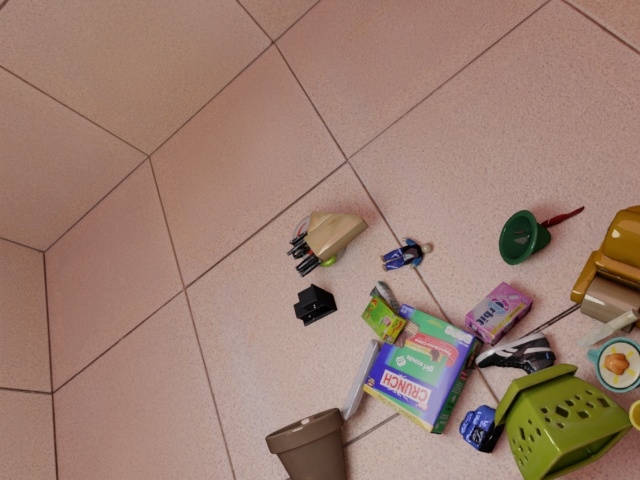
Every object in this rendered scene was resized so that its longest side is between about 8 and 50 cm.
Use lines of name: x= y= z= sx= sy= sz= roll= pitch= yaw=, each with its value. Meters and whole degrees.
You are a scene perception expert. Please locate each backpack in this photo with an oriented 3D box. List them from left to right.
backpack: x=0.467 y=0.535 z=1.388 sx=0.101 sy=0.098 sz=0.120 roll=30 pitch=89 yaw=42

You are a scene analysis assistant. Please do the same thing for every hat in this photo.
hat: x=0.702 y=-0.001 z=1.517 sx=0.208 sy=0.183 sz=0.173 roll=122 pitch=154 yaw=-55

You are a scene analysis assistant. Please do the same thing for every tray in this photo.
tray: x=0.141 y=0.468 z=1.624 sx=0.030 sy=0.145 sz=0.270 roll=23 pitch=82 yaw=3

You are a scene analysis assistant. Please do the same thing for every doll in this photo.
doll: x=0.310 y=0.049 z=1.736 sx=0.189 sy=0.046 sz=0.129 roll=-20 pitch=61 yaw=25

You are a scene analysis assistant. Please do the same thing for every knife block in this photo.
knife block: x=0.020 y=0.022 z=1.749 sx=0.275 sy=0.088 sz=0.242 roll=5 pitch=77 yaw=23

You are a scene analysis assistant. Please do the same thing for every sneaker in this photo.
sneaker: x=0.230 y=0.227 z=1.711 sx=0.076 sy=0.065 sz=0.166 roll=-48 pitch=47 yaw=27
sneaker: x=0.573 y=0.362 z=1.405 sx=0.216 sy=0.079 sz=0.121 roll=-28 pitch=56 yaw=19

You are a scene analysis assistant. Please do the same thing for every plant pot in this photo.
plant pot: x=-0.024 y=0.703 z=1.563 sx=0.263 sy=0.263 sz=0.229 roll=-26 pitch=74 yaw=21
plant pot: x=0.593 y=0.457 z=1.224 sx=0.227 sy=0.228 sz=0.207 roll=-13 pitch=45 yaw=-16

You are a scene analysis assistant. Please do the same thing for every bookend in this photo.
bookend: x=-0.045 y=0.246 z=1.811 sx=0.156 sy=0.157 sz=0.072 roll=-29 pitch=56 yaw=19

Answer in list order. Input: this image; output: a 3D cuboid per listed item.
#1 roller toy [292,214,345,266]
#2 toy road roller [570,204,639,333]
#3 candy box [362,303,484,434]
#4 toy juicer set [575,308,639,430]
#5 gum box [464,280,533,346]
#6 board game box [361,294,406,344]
roller toy: x=0.000 y=0.000 z=1.896 sx=0.191 sy=0.146 sz=0.209 roll=10 pitch=78 yaw=24
toy road roller: x=0.821 y=0.059 z=1.273 sx=0.202 sy=0.240 sz=0.330 roll=26 pitch=85 yaw=38
candy box: x=0.321 y=0.400 z=1.526 sx=0.268 sy=0.122 sz=0.317 roll=22 pitch=83 yaw=40
toy juicer set: x=0.750 y=0.274 z=1.157 sx=0.329 sy=0.089 sz=0.209 roll=-100 pitch=33 yaw=-60
gum box: x=0.535 y=0.223 z=1.455 sx=0.188 sy=0.062 sz=0.107 roll=-36 pitch=50 yaw=-18
board game box: x=0.206 y=0.259 z=1.596 sx=0.092 sy=0.043 sz=0.181 roll=-59 pitch=23 yaw=5
